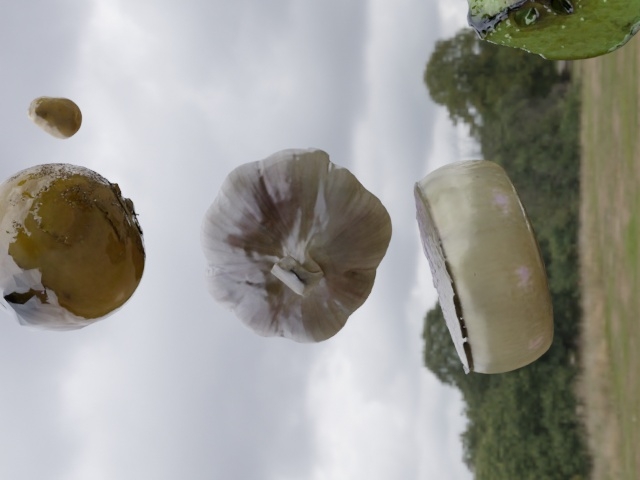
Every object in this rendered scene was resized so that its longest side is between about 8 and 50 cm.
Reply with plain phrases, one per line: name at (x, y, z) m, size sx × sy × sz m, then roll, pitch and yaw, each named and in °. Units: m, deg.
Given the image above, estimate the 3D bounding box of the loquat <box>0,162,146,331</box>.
loquat at (-0.350, 0.008, 1.224) m, size 0.235 × 0.235 × 0.235 m, roll 1°, pitch -90°, yaw -76°

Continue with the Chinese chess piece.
Chinese chess piece at (0.198, 0.033, 1.144) m, size 0.270 × 0.112 × 0.270 m, roll -15°, pitch -90°, yaw -89°

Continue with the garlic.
garlic at (-0.046, 0.009, 1.466) m, size 0.241 × 0.322 × 0.321 m, roll 40°, pitch -128°, yaw -69°

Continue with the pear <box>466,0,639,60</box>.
pear at (0.360, -0.362, 1.231) m, size 0.256 × 0.238 × 0.163 m, roll 8°, pitch -113°, yaw -33°

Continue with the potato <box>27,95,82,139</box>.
potato at (-0.434, -0.203, 1.491) m, size 0.083 × 0.062 × 0.068 m, roll 21°, pitch -107°, yaw -39°
